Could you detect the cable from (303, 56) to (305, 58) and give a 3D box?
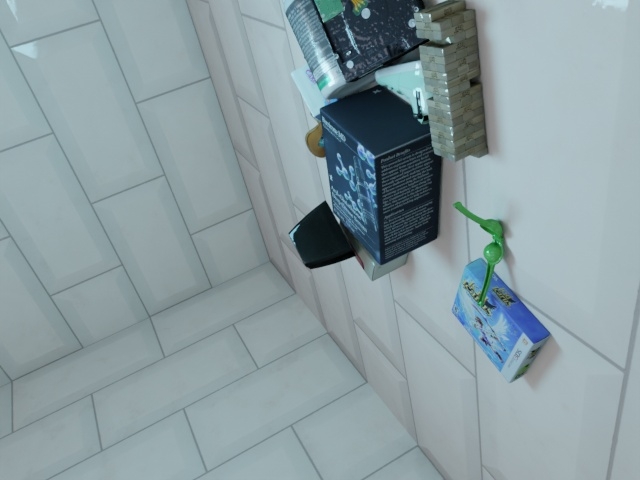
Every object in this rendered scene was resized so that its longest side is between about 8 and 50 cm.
[{"bbox_3d":[0.007,-0.600,1.697,0.287,0.072,0.140,-154,76,-71],"label":"cable"}]

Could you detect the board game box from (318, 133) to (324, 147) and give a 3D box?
[{"bbox_3d":[0.089,-0.303,1.770,0.186,0.026,0.126,22,169,-4],"label":"board game box"}]

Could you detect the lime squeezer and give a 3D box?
[{"bbox_3d":[0.404,0.020,1.329,0.059,0.110,0.310,16,136,46],"label":"lime squeezer"}]

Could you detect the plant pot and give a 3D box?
[{"bbox_3d":[0.000,0.000,1.843,0.187,0.167,0.188,61,-178,10],"label":"plant pot"}]

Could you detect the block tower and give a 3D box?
[{"bbox_3d":[0.287,-0.333,1.191,0.091,0.097,0.335,42,153,56],"label":"block tower"}]

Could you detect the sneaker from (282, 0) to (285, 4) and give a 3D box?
[{"bbox_3d":[-0.056,-0.742,1.710,0.095,0.090,0.235,63,169,-29],"label":"sneaker"}]

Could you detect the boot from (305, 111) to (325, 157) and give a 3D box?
[{"bbox_3d":[0.050,-0.347,1.960,0.220,0.109,0.283,52,153,26],"label":"boot"}]

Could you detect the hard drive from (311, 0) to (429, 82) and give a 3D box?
[{"bbox_3d":[0.097,-0.573,1.264,0.237,0.064,0.339,-21,97,34],"label":"hard drive"}]

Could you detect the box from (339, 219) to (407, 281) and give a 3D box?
[{"bbox_3d":[0.185,0.000,1.923,0.232,0.148,0.127,57,163,26],"label":"box"}]

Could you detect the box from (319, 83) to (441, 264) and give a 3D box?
[{"bbox_3d":[0.174,-0.185,1.566,0.293,0.212,0.395,51,158,43],"label":"box"}]

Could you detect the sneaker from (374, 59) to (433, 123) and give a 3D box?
[{"bbox_3d":[0.215,-0.360,1.349,0.256,0.094,0.151,-150,45,-67],"label":"sneaker"}]

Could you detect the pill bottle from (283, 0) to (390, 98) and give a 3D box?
[{"bbox_3d":[0.027,-0.580,1.454,0.361,0.204,0.204,65,164,-3],"label":"pill bottle"}]

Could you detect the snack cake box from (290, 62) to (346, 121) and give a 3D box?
[{"bbox_3d":[0.019,-0.440,1.687,0.152,0.089,0.264,64,-164,6],"label":"snack cake box"}]

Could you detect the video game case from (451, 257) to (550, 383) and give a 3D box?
[{"bbox_3d":[0.474,0.220,1.484,0.269,0.061,0.244,55,160,33],"label":"video game case"}]
